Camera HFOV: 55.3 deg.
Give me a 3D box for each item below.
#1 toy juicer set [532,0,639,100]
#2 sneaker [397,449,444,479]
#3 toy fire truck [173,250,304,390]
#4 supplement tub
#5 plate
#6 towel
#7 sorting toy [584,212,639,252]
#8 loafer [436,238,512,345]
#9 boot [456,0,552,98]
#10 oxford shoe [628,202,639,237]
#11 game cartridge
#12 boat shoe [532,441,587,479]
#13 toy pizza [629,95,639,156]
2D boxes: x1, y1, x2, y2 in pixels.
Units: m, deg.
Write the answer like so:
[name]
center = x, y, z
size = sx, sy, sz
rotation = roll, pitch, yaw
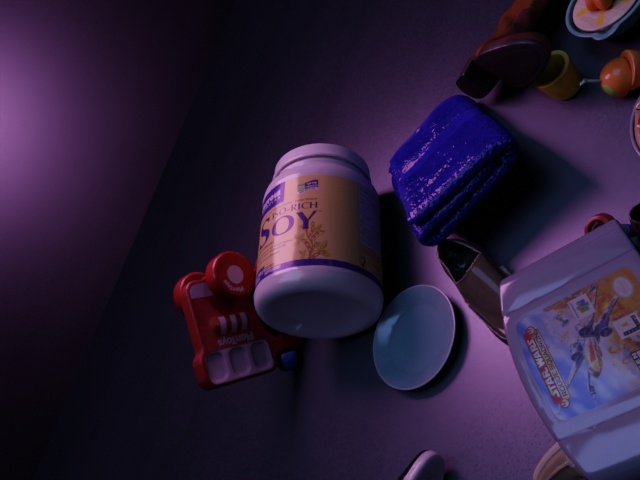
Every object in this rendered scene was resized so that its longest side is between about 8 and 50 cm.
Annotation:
[toy juicer set]
center = 0.476, -0.370, 0.940
size = 0.209, 0.089, 0.329
rotation = 29, 92, 57
[sneaker]
center = 0.100, 0.403, 0.937
size = 0.121, 0.079, 0.217
rotation = 21, 86, 55
[toy fire truck]
center = -0.149, 0.163, 1.275
size = 0.169, 0.302, 0.254
rotation = -28, 73, 43
[supplement tub]
center = 0.000, 0.000, 1.200
size = 0.241, 0.241, 0.331
rotation = -32, 44, 39
[plate]
center = 0.165, 0.168, 1.060
size = 0.188, 0.024, 0.188
rotation = -34, 43, 38
[towel]
center = 0.214, -0.141, 1.084
size = 0.227, 0.076, 0.308
rotation = -51, 19, 19
[sorting toy]
center = 0.409, 0.002, 0.832
size = 0.061, 0.042, 0.102
rotation = -57, 42, 38
[loafer]
center = 0.252, 0.076, 0.944
size = 0.094, 0.087, 0.251
rotation = -56, 34, 12
[boot]
center = 0.370, -0.388, 1.043
size = 0.280, 0.096, 0.264
rotation = -56, 2, -2
[oxford shoe]
center = 0.493, -0.056, 0.692
size = 0.271, 0.098, 0.097
rotation = -33, 44, 38
[game cartridge]
center = 0.336, 0.132, 0.735
size = 0.198, 0.062, 0.297
rotation = -31, 45, 19
[boat shoe]
center = 0.331, 0.260, 0.733
size = 0.170, 0.063, 0.059
rotation = -49, 30, 20
[toy pizza]
center = 0.511, -0.184, 0.816
size = 0.201, 0.032, 0.201
rotation = -33, 44, 38
